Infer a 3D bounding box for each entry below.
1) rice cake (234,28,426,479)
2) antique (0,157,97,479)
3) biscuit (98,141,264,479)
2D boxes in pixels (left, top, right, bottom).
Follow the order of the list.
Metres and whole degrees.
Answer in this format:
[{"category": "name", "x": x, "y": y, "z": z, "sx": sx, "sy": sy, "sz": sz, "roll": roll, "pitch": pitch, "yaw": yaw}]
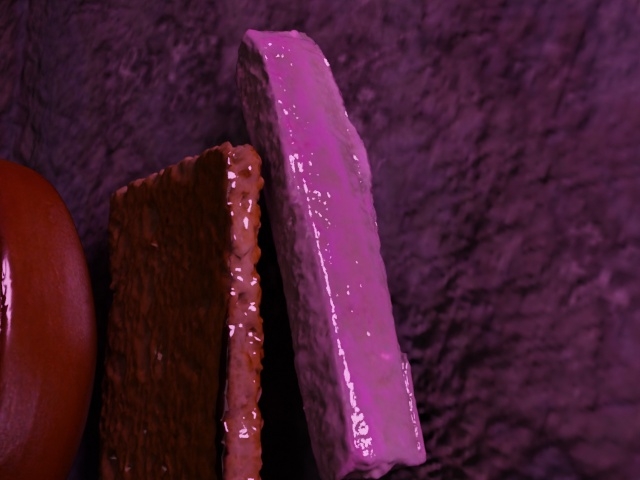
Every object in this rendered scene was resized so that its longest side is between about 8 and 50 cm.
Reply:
[{"category": "rice cake", "x": 0.000, "y": 0.000, "z": 0.430, "sx": 0.036, "sy": 0.047, "sz": 0.207, "roll": -28, "pitch": 63, "yaw": 36}, {"category": "antique", "x": -0.221, "y": 0.080, "z": 0.519, "sx": 0.278, "sy": 0.129, "sz": 0.223, "roll": -47, "pitch": 57, "yaw": 18}, {"category": "biscuit", "x": -0.065, "y": 0.078, "z": 0.449, "sx": 0.131, "sy": 0.025, "sz": 0.231, "roll": -13, "pitch": 73, "yaw": 54}]
